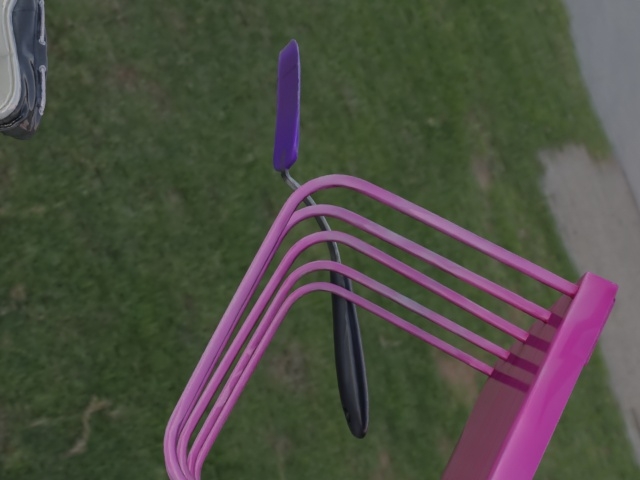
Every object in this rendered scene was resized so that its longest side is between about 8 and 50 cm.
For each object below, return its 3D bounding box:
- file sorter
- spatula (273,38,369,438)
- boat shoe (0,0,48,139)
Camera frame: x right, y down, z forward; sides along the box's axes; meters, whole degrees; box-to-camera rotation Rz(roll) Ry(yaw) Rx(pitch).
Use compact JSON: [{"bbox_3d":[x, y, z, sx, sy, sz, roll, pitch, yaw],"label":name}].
[{"bbox_3d":[0.024,0.106,0.781,0.202,0.182,0.291,-62,175,-14],"label":"file sorter"},{"bbox_3d":[0.000,0.000,0.953,0.084,0.030,0.297,161,-85,-77],"label":"spatula"},{"bbox_3d":[-0.447,-0.298,1.857,0.095,0.112,0.335,52,31,-62],"label":"boat shoe"}]
